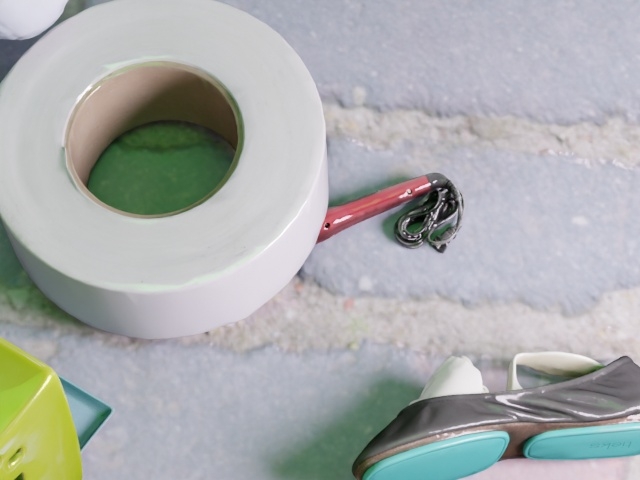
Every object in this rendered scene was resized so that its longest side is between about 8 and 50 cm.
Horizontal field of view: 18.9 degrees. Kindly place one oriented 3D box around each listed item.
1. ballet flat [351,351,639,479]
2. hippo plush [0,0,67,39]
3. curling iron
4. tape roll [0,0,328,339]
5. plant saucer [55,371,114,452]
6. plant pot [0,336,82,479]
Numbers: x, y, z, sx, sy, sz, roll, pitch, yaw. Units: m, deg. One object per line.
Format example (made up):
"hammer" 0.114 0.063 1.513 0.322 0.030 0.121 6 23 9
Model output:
"ballet flat" 0.150 0.144 1.586 0.280 0.095 0.096 -5 57 -19
"hippo plush" -0.343 -0.217 1.599 0.236 0.234 0.294 -34 83 -14
"curling iron" 0.000 0.000 1.654 0.274 0.035 0.068 -14 69 -12
"tape roll" -0.136 -0.064 1.614 0.286 0.100 0.286 -1 65 2
"plant saucer" -0.266 0.115 1.580 0.192 0.018 0.067 30 48 8
"plant pot" -0.331 0.168 1.433 0.227 0.228 0.207 28 64 13
